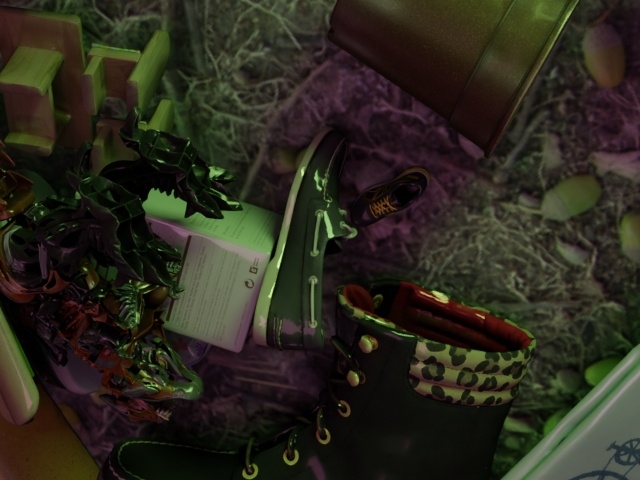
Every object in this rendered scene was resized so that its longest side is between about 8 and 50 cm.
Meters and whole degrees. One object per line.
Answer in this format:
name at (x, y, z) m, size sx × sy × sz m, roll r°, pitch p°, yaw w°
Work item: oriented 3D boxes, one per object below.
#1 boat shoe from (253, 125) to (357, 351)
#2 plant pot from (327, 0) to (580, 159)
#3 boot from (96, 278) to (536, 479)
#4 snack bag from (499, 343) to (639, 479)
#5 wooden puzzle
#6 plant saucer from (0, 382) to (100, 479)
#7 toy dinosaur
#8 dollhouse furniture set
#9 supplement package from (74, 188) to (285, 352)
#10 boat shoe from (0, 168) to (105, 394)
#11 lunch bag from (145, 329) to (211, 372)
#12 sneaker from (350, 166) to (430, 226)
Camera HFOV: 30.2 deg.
boat shoe at (0.000, 0.000, 1.032) m, size 0.065 × 0.075 × 0.206 m, roll 13°, pitch 73°, yaw 13°
plant pot at (0.106, -0.178, 0.952) m, size 0.165 × 0.167 × 0.167 m, roll 31°, pitch 112°, yaw 6°
boot at (-0.001, 0.171, 1.101) m, size 0.377 × 0.138 × 0.284 m, roll 15°, pitch 113°, yaw -1°
snack bag at (0.346, 0.232, 1.084) m, size 0.342 × 0.037 × 0.323 m, roll 30°, pitch 111°, yaw -23°
wooden puzzle at (-0.299, 0.059, 1.054) m, size 0.044 × 0.238 × 0.221 m, roll -24°, pitch 88°, yaw -19°
plant saucer at (-0.406, 0.270, 1.232) m, size 0.332 × 0.081 × 0.333 m, roll -27°, pitch 104°, yaw 16°
toy dinosaur at (-0.200, 0.010, 0.961) m, size 0.218 × 0.164 × 0.322 m, roll -28°, pitch 126°, yaw 33°
dollhouse furniture set at (-0.236, -0.193, 1.027) m, size 0.212 × 0.161 × 0.242 m, roll 9°, pitch 133°, yaw 6°
supplement package at (-0.134, 0.012, 1.080) m, size 0.179 × 0.105 × 0.105 m, roll 18°, pitch 112°, yaw 2°
boat shoe at (-0.271, 0.043, 1.135) m, size 0.076 × 0.080 × 0.229 m, roll -3°, pitch 116°, yaw 37°
lunch bag at (-0.131, 0.090, 1.127) m, size 0.083 × 0.071 × 0.053 m, roll -19°, pitch 102°, yaw 17°
sneaker at (0.060, -0.038, 1.068) m, size 0.083 × 0.035 × 0.031 m, roll -34°, pitch 101°, yaw 19°
